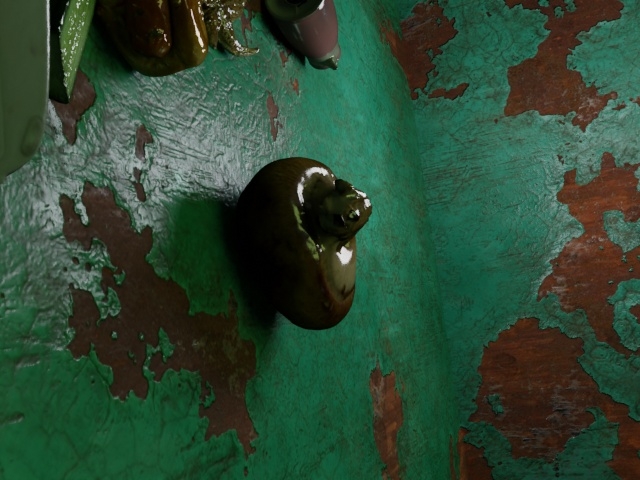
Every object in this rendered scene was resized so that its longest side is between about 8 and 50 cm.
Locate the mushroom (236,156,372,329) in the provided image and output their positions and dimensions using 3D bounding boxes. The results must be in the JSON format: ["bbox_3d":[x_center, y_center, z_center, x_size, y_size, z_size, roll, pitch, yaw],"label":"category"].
[{"bbox_3d":[0.000,0.000,1.275,0.345,0.259,0.346,-9,90,-69],"label":"mushroom"}]

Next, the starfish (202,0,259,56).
[{"bbox_3d":[-0.188,-0.435,1.264,0.277,0.062,0.236,-71,144,-49],"label":"starfish"}]

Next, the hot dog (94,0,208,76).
[{"bbox_3d":[-0.248,-0.373,0.973,0.153,0.150,0.257,2,79,-79],"label":"hot dog"}]

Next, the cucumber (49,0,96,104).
[{"bbox_3d":[-0.314,-0.301,0.835,0.115,0.063,0.244,116,-18,-61],"label":"cucumber"}]

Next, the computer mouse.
[{"bbox_3d":[-0.340,-0.206,0.627,0.197,0.095,0.331,-26,130,-55],"label":"computer mouse"}]

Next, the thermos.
[{"bbox_3d":[-0.028,-0.522,1.637,0.176,0.146,0.265,60,5,21],"label":"thermos"}]
